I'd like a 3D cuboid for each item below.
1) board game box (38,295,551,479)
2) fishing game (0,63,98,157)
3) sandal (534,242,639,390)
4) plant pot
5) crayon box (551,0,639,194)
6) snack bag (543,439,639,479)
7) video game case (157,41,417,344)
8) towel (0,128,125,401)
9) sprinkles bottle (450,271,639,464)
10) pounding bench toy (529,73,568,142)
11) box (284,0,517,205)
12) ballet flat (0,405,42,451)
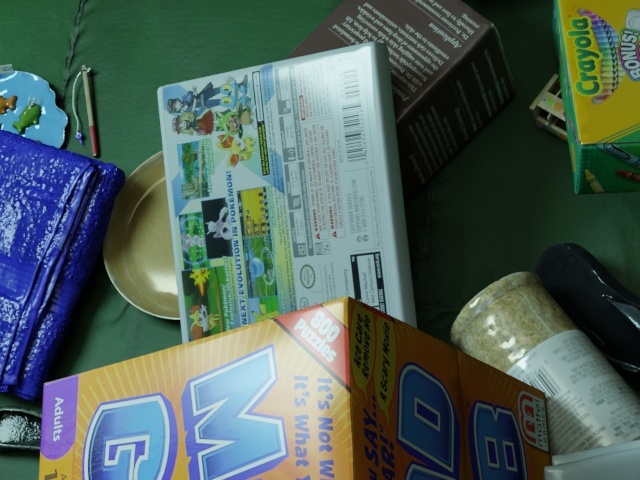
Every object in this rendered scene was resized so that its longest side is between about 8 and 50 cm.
[{"bbox_3d":[-0.013,0.303,1.317,0.356,0.356,0.356,-18,62,32],"label":"board game box"},{"bbox_3d":[-0.419,-0.144,1.866,0.264,0.041,0.189,-14,67,11],"label":"fishing game"},{"bbox_3d":[0.319,0.097,1.503,0.254,0.054,0.097,36,118,33],"label":"sandal"},{"bbox_3d":[-0.149,-0.011,1.729,0.236,0.032,0.236,-7,66,15],"label":"plant pot"},{"bbox_3d":[0.348,-0.177,1.559,0.165,0.081,0.278,-3,49,4],"label":"crayon box"},{"bbox_3d":[0.388,0.336,1.310,0.323,0.037,0.342,-11,90,-6],"label":"snack bag"},{"bbox_3d":[-0.042,-0.032,1.577,0.300,0.036,0.329,-7,88,33],"label":"video game case"},{"bbox_3d":[-0.387,0.020,1.742,0.228,0.076,0.308,17,81,23],"label":"towel"},{"bbox_3d":[0.279,0.194,1.457,0.121,0.121,0.355,-37,62,0],"label":"sprinkles bottle"},{"bbox_3d":[0.294,-0.158,1.641,0.065,0.052,0.083,33,80,26],"label":"pounding bench toy"},{"bbox_3d":[0.090,-0.184,1.651,0.203,0.167,0.168,-45,63,-4],"label":"box"},{"bbox_3d":[-0.349,0.221,1.681,0.173,0.049,0.057,3,68,18],"label":"ballet flat"}]
